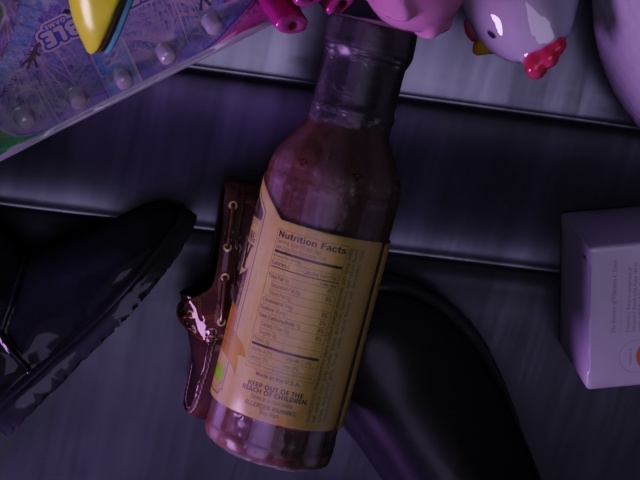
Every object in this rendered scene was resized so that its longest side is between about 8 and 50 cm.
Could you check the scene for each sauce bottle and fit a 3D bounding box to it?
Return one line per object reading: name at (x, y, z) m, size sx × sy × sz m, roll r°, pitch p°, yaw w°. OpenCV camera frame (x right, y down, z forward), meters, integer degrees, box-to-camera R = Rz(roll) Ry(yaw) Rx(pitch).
sauce bottle at (0.000, 0.000, 1.067) m, size 0.111 × 0.111 × 0.344 m, roll 14°, pitch 96°, yaw -10°

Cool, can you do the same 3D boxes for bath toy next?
bath toy at (0.068, -0.207, 0.966) m, size 0.151 × 0.129 × 0.348 m, roll -20°, pitch 154°, yaw 37°

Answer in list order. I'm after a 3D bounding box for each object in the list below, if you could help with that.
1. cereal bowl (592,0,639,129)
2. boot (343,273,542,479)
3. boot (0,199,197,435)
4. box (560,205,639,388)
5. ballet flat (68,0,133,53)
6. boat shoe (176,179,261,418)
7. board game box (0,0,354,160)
cereal bowl at (0.385, -0.185, 1.042) m, size 0.339 × 0.141 × 0.339 m, roll -6°, pitch 116°, yaw -12°
boot at (0.137, 0.246, 1.040) m, size 0.146 × 0.445 × 0.367 m, roll -33°, pitch 110°, yaw 7°
boot at (-0.250, 0.007, 1.103) m, size 0.246 × 0.094 × 0.207 m, roll -45°, pitch 103°, yaw 3°
box at (0.296, 0.042, 1.170) m, size 0.170 × 0.091 × 0.130 m, roll -4°, pitch 111°, yaw -4°
ballet flat at (-0.126, -0.227, 0.862) m, size 0.077 × 0.077 × 0.231 m, roll 19°, pitch 118°, yaw -20°
boat shoe at (-0.083, 0.049, 1.146) m, size 0.073 × 0.073 × 0.207 m, roll 15°, pitch 99°, yaw -23°
board game box at (-0.183, -0.220, 0.917) m, size 0.390 × 0.050 × 0.390 m, roll -28°, pitch 141°, yaw -7°
